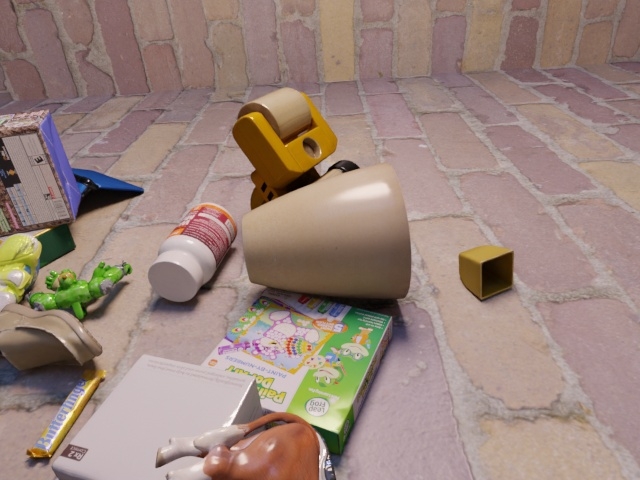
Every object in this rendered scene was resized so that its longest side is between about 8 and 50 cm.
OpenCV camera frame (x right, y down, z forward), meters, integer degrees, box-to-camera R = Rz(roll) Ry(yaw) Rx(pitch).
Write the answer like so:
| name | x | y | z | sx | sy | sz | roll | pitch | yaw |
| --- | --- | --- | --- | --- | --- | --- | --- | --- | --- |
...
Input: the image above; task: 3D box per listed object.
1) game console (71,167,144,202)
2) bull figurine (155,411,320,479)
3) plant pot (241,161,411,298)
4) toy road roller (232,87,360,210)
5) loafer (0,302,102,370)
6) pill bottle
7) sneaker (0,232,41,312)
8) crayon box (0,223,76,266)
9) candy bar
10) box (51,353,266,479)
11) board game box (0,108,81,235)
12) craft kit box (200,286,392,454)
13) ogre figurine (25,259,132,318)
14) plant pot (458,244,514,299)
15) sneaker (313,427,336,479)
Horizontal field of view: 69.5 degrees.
| name | x | y | z | sx | sy | sz | roll | pitch | yaw |
| --- | --- | --- | --- | --- | --- | --- | --- | --- | --- |
| game console | -0.716 | -0.124 | 1.341 | 0.293 | 0.173 | 0.250 | 19 | 70 | 32 |
| bull figurine | -0.065 | 0.310 | 0.407 | 0.188 | 0.101 | 0.310 | 13 | 47 | -19 |
| plant pot | 0.000 | 0.000 | 0.856 | 0.274 | 0.256 | 0.256 | -8 | 33 | -3 |
| toy road roller | -0.083 | -0.157 | 1.077 | 0.241 | 0.329 | 0.202 | -25 | 12 | 43 |
| loafer | -0.479 | 0.175 | 0.783 | 0.269 | 0.102 | 0.092 | 1 | 40 | 32 |
| pill bottle | -0.265 | 0.021 | 0.973 | 0.121 | 0.121 | 0.221 | 3 | 33 | 10 |
| sneaker | -0.632 | 0.108 | 0.927 | 0.091 | 0.126 | 0.240 | 24 | 61 | -8 |
| crayon box | -0.763 | 0.040 | 1.036 | 0.203 | 0.083 | 0.323 | 15 | 36 | 28 |
| candy bar | -0.384 | 0.261 | 0.705 | 0.040 | 0.018 | 0.161 | 1 | 32 | 8 |
| box | -0.188 | 0.262 | 0.586 | 0.181 | 0.119 | 0.182 | 7 | 34 | 16 |
| board game box | -0.729 | -0.142 | 1.026 | 0.291 | 0.232 | 0.141 | -12 | 32 | -14 |
| craft kit box | -0.038 | 0.189 | 0.748 | 0.250 | 0.061 | 0.246 | 10 | 38 | 22 |
| ogre figurine | -0.479 | 0.097 | 0.912 | 0.197 | 0.096 | 0.118 | 0 | 11 | -21 |
| plant pot | 0.316 | 0.052 | 0.901 | 0.082 | 0.081 | 0.083 | -17 | 24 | -19 |
| sneaker | -0.019 | 0.309 | 0.529 | 0.081 | 0.080 | 0.211 | -6 | 32 | -6 |
